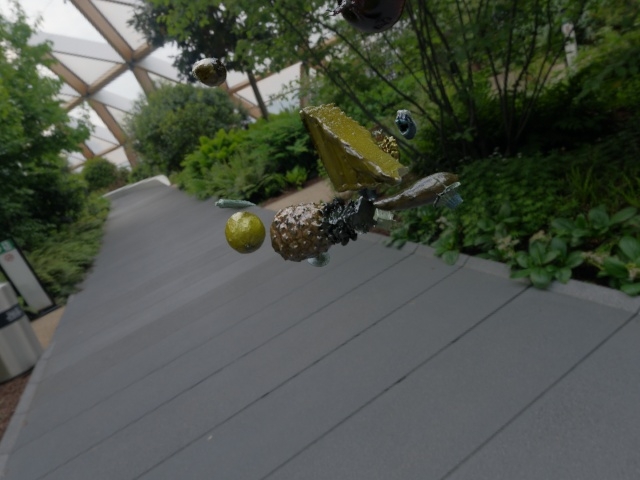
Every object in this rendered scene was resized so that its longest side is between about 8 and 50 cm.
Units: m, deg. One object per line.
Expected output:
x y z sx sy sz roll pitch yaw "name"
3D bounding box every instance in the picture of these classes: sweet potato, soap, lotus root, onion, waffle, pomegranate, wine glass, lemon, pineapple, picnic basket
0.438 -0.209 1.911 0.422 0.131 0.130 -21 18 0 "sweet potato"
0.120 -0.346 1.464 0.304 0.339 0.169 -2 33 47 "soap"
-0.417 -0.627 1.585 0.097 0.110 0.258 -64 31 6 "lotus root"
0.154 -0.836 1.437 0.285 0.273 0.273 -44 26 -28 "onion"
0.261 -0.303 1.617 0.038 0.191 0.191 -5 15 -9 "waffle"
0.288 -0.411 1.975 0.159 0.205 0.159 -14 10 2 "pomegranate"
0.000 0.000 1.511 0.092 0.202 0.093 4 50 -5 "wine glass"
-0.360 -0.038 2.028 0.192 0.192 0.231 -24 43 -5 "lemon"
0.017 -0.034 1.066 0.278 0.158 0.158 -11 21 27 "pineapple"
0.291 -0.108 0.989 0.065 0.083 0.083 -38 -8 -43 "picnic basket"

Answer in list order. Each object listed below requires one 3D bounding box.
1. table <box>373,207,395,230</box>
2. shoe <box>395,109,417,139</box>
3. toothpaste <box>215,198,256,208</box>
0.283 -0.093 1.880 0.083 0.063 0.079 11 36 -6 "table"
0.328 -0.434 1.626 0.063 0.143 0.071 10 66 33 "shoe"
-0.394 -0.169 1.947 0.064 0.041 0.218 23 18 35 "toothpaste"
